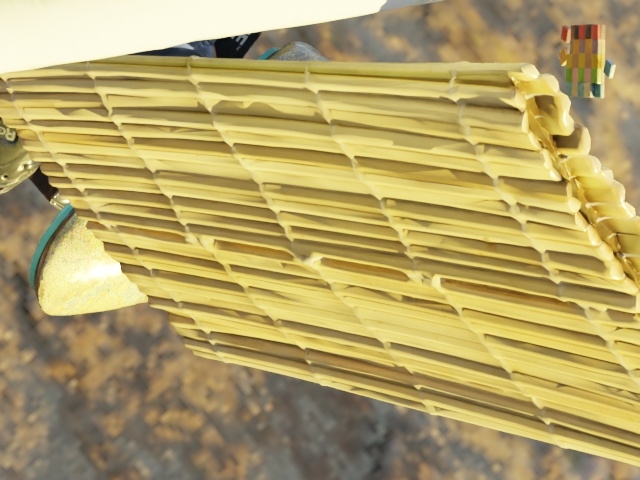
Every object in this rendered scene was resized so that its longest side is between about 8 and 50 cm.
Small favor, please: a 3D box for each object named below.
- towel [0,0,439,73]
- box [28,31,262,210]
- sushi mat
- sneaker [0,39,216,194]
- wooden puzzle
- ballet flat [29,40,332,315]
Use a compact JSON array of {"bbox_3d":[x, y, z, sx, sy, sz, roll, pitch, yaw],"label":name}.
[{"bbox_3d":[0.035,-0.211,0.535,0.090,0.374,0.320,77,2,-63],"label":"towel"},{"bbox_3d":[-0.165,-0.186,1.590,0.073,0.295,0.293,34,4,-35],"label":"box"},{"bbox_3d":[0.000,0.000,0.611,0.019,0.316,0.151,-48,119,-21],"label":"sushi mat"},{"bbox_3d":[-0.212,-0.097,1.415,0.107,0.283,0.124,-45,132,-77],"label":"sneaker"},{"bbox_3d":[0.179,-0.122,1.297,0.006,0.049,0.083,-1,5,-18],"label":"wooden puzzle"},{"bbox_3d":[-0.062,-0.038,1.332,0.123,0.123,0.348,49,40,-3],"label":"ballet flat"}]
